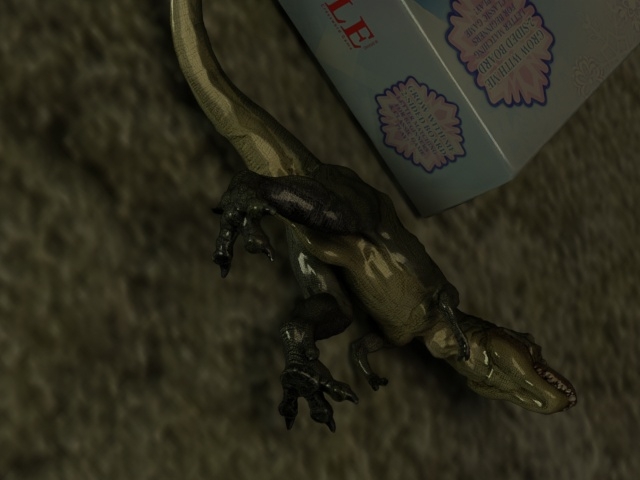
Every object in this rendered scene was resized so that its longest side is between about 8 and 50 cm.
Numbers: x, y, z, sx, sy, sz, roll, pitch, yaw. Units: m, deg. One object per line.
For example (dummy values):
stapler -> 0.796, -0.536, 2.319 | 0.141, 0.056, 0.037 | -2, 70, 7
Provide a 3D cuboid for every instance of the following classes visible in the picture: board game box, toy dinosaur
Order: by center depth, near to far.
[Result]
toy dinosaur -> 0.000, 0.000, 0.697 | 0.268, 0.064, 0.118 | 50, 35, -14
board game box -> 0.063, -0.226, 0.830 | 0.318, 0.066, 0.318 | 55, 48, -11
